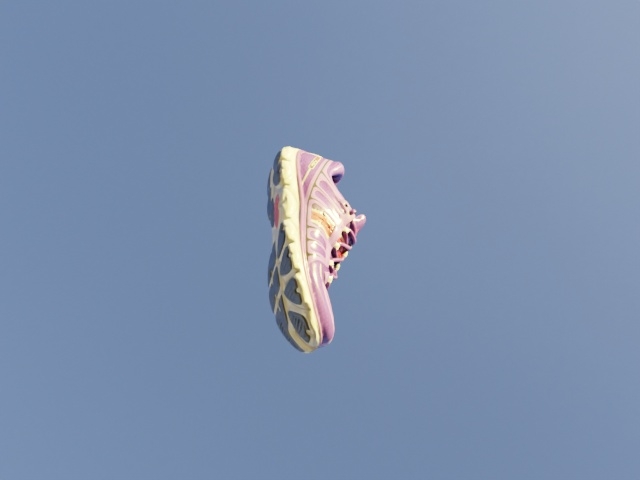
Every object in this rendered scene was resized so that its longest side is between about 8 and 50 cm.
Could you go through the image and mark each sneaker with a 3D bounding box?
[{"bbox_3d":[0.000,0.000,0.616,0.071,0.068,0.170,5,-125,-11],"label":"sneaker"}]
